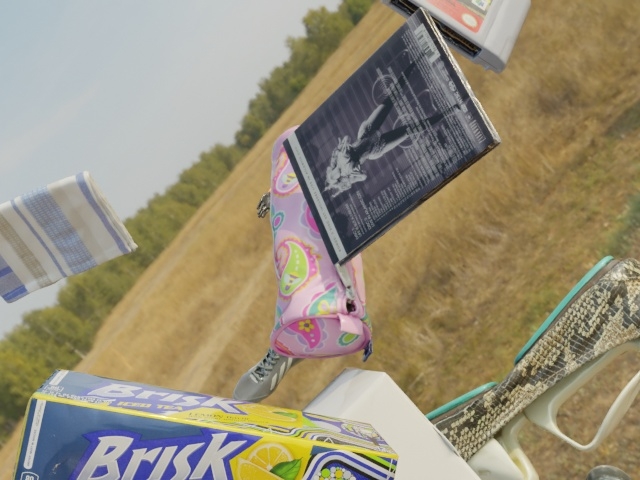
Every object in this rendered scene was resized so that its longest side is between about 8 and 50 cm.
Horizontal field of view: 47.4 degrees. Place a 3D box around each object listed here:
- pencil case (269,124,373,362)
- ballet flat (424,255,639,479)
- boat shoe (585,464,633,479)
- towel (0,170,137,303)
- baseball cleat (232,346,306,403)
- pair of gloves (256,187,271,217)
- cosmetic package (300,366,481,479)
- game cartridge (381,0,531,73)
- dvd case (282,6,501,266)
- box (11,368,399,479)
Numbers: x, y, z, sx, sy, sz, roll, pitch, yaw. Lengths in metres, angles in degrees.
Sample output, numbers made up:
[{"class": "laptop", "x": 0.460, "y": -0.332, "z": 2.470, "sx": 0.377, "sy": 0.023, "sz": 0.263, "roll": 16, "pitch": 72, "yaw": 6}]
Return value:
[{"class": "pencil case", "x": 0.000, "y": 0.000, "z": 0.865, "sx": 0.124, "sy": 0.124, "sz": 0.284, "roll": -39, "pitch": 43, "yaw": 43}, {"class": "ballet flat", "x": 0.291, "y": 0.227, "z": 1.000, "sx": 0.483, "sy": 0.182, "sz": 0.164, "roll": -41, "pitch": -26, "yaw": 7}, {"class": "boat shoe", "x": 0.427, "y": 0.412, "z": 0.933, "sx": 0.121, "sy": 0.335, "sz": 0.119, "roll": -18, "pitch": 31, "yaw": 19}, {"class": "towel", "x": -0.514, "y": -0.001, "z": 1.367, "sx": 0.285, "sy": 0.209, "sz": 0.034, "roll": -22, "pitch": 42, "yaw": -2}, {"class": "baseball cleat", "x": -0.084, "y": 0.206, "z": 1.303, "sx": 0.206, "sy": 0.109, "sz": 0.072, "roll": -39, "pitch": 46, "yaw": -20}, {"class": "pair of gloves", "x": -0.077, "y": -0.056, "z": 1.358, "sx": 0.010, "sy": 0.083, "sz": 0.074, "roll": -22, "pitch": 35, "yaw": 57}, {"class": "cosmetic package", "x": -0.021, "y": 0.321, "z": 0.737, "sx": 0.365, "sy": 0.197, "sz": 0.155, "roll": -40, "pitch": 3, "yaw": -17}, {"class": "game cartridge", "x": 0.240, "y": -0.452, "z": 1.322, "sx": 0.196, "sy": 0.294, "sz": 0.060, "roll": -65, "pitch": 10, "yaw": -29}, {"class": "dvd case", "x": 0.060, "y": -0.099, "z": 0.741, "sx": 0.018, "sy": 0.164, "sz": 0.221, "roll": 5, "pitch": -35, "yaw": -47}, {"class": "box", "x": -0.053, "y": 0.107, "z": 0.352, "sx": 0.059, "sy": 0.169, "sz": 0.054, "roll": -170, "pitch": 91, "yaw": -80}]
